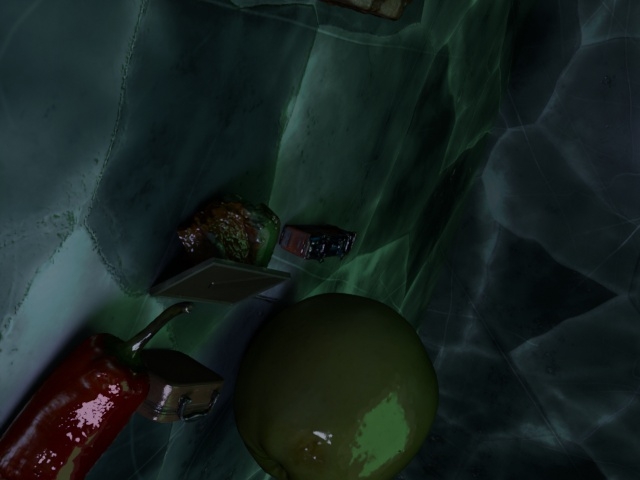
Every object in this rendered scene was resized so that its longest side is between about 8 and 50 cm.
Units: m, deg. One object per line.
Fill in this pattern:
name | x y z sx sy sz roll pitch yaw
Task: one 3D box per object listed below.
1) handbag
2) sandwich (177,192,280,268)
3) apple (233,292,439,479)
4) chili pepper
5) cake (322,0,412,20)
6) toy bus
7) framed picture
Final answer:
handbag | -0.256 0.245 1.063 0.072 0.151 0.193 -66 159 -2
sandwich | -0.159 0.018 1.096 0.160 0.109 0.185 -41 153 -38
apple | 0.026 0.350 1.413 0.473 0.473 0.473 -48 153 -35
chili pepper | -0.316 0.208 0.903 0.338 0.134 0.131 -56 171 -11
cake | 0.021 -0.449 0.891 0.293 0.198 0.196 -11 126 -62
toy bus | 0.000 0.000 1.443 0.235 0.096 0.073 -5 117 -64
framed picture | -0.167 0.074 1.076 0.203 0.150 0.015 16 54 -54
